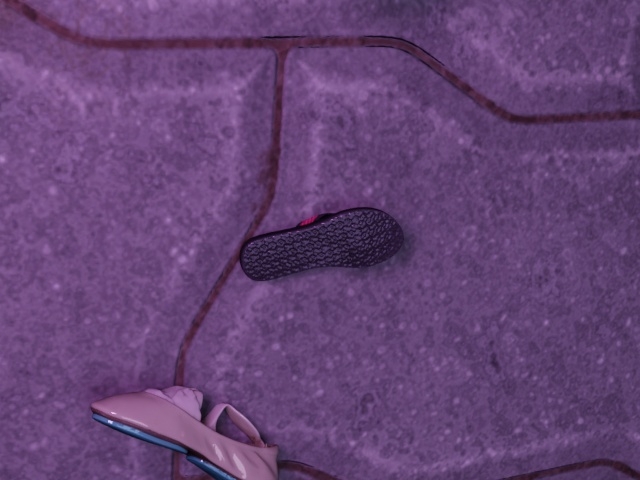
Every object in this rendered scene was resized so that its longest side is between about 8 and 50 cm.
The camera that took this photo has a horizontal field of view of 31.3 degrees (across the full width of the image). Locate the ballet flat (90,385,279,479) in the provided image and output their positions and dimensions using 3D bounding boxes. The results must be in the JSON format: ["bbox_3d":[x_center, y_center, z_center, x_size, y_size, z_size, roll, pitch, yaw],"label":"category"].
[{"bbox_3d":[-0.134,0.200,1.214,0.248,0.086,0.086,37,91,-35],"label":"ballet flat"}]

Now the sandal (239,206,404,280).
[{"bbox_3d":[0.000,0.000,1.220,0.179,0.040,0.067,-10,110,-8],"label":"sandal"}]
